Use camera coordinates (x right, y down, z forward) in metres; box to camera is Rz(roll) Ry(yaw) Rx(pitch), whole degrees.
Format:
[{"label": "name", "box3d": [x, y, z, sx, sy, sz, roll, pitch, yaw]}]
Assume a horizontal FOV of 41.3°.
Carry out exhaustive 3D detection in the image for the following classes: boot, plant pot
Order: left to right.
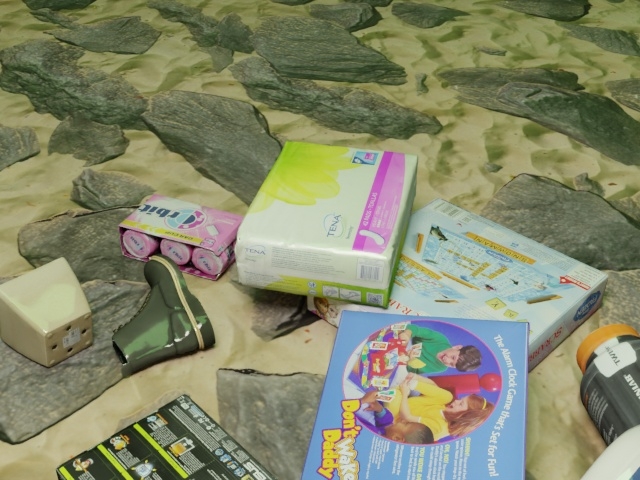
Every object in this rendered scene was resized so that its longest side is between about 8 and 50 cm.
[{"label": "plant pot", "box3d": [-0.375, 0.109, 1.177, 0.109, 0.109, 0.096, -28, 55, -36]}, {"label": "boot", "box3d": [-0.252, 0.100, 1.217, 0.137, 0.077, 0.198, -22, 38, -21]}]

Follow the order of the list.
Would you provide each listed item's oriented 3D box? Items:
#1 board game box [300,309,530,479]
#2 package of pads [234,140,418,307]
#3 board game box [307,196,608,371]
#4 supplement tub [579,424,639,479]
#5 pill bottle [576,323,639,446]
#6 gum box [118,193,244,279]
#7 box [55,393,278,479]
[{"label": "board game box", "box3d": [0.110, 0.234, 0.945, 0.233, 0.078, 0.347, 3, 42, 13]}, {"label": "package of pads", "box3d": [0.013, -0.037, 1.268, 0.229, 0.101, 0.296, 7, 36, 10]}, {"label": "board game box", "box3d": [0.201, 0.077, 1.253, 0.318, 0.066, 0.318, 29, 44, 35]}, {"label": "supplement tub", "box3d": [0.369, 0.333, 0.723, 0.235, 0.235, 0.324, -28, 43, -35]}, {"label": "pill bottle", "box3d": [0.393, 0.207, 1.005, 0.130, 0.130, 0.246, -6, 34, -9]}, {"label": "gum box", "box3d": [-0.217, -0.006, 1.378, 0.188, 0.062, 0.107, 14, 36, 19]}, {"label": "box", "box3d": [-0.174, 0.280, 0.971, 0.184, 0.045, 0.190, -29, 45, -33]}]
